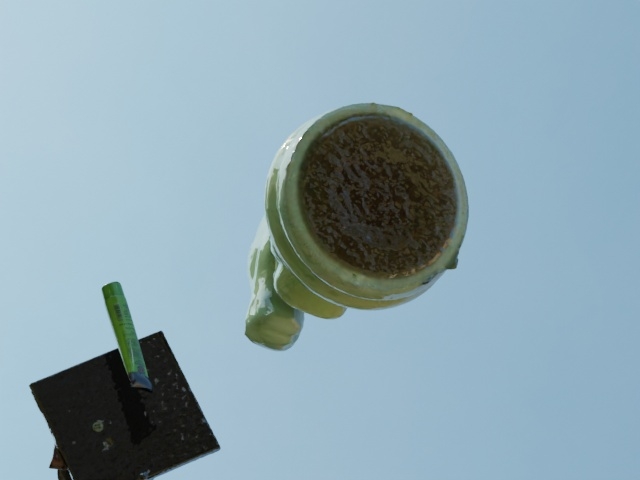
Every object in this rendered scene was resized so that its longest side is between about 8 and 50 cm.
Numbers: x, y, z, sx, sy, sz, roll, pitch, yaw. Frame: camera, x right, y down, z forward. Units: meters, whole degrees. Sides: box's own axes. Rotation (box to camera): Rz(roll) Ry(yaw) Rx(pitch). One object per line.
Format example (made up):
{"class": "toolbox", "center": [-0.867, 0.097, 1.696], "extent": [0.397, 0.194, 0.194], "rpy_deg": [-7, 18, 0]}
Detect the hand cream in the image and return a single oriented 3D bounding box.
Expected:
{"class": "hand cream", "center": [-0.197, 0.099, 1.714], "extent": [0.023, 0.036, 0.122], "rpy_deg": [-31, -118, 18]}

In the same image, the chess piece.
{"class": "chess piece", "center": [0.000, 0.000, 1.480], "extent": [0.176, 0.176, 0.298], "rpy_deg": [50, -23, -2]}

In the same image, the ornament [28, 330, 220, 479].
{"class": "ornament", "center": [-0.215, 0.234, 1.804], "extent": [0.153, 0.166, 0.196], "rpy_deg": [59, -21, 29]}
